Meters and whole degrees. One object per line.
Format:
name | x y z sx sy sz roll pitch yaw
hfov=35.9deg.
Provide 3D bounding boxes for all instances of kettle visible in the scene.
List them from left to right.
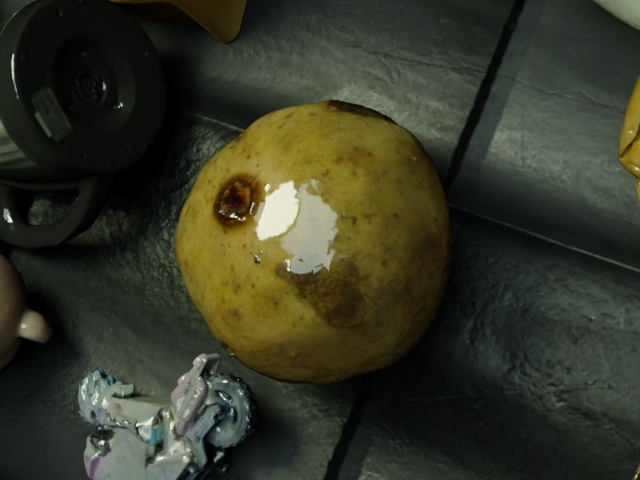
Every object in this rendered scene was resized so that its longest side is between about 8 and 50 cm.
kettle | -0.333 -0.145 1.171 0.271 0.250 0.207 -6 38 41

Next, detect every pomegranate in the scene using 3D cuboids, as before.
pomegranate | 0.000 0.000 0.973 0.281 0.281 0.281 -4 77 18

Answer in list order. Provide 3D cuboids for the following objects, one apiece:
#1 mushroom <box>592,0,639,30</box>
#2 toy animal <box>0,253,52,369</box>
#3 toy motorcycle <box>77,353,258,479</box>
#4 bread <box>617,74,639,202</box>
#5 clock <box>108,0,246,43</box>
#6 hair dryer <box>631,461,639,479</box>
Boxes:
mushroom | 0.264 -0.370 1.038 0.177 0.126 0.397 -43 68 -12
toy animal | -0.447 0.053 1.148 0.229 0.210 0.221 -25 72 51
toy motorcycle | -0.190 0.197 1.071 0.239 0.108 0.204 -46 68 4
bread | 0.378 -0.128 0.883 0.179 0.133 0.250 33 134 38
clock | -0.227 -0.359 1.102 0.244 0.317 0.200 5 86 19
hair dryer | 0.391 0.297 0.828 0.128 0.203 0.362 -31 46 -14
